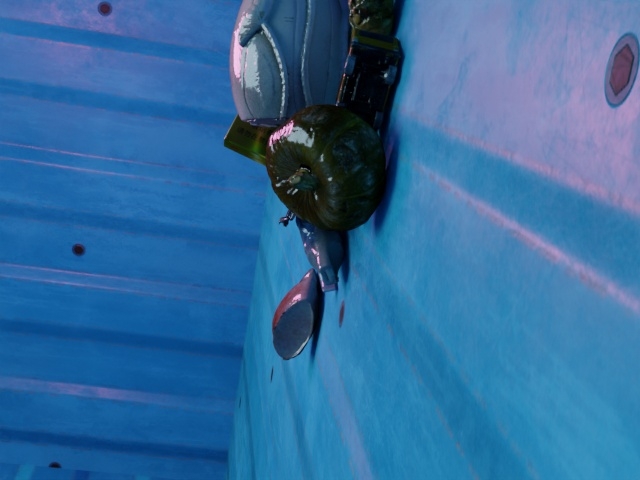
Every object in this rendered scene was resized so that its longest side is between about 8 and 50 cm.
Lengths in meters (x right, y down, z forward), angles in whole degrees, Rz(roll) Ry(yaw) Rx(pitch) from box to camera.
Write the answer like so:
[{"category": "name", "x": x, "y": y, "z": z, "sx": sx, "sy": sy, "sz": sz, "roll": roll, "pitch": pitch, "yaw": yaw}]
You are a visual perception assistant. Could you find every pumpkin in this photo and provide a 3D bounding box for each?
[{"category": "pumpkin", "x": 0.006, "y": -0.114, "z": 1.526, "sx": 0.162, "sy": 0.219, "sz": 0.219, "roll": -34, "pitch": -31, "yaw": -42}]

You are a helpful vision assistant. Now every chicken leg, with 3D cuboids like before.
[{"category": "chicken leg", "x": 0.085, "y": -0.380, "z": 1.655, "sx": 0.228, "sy": 0.088, "sz": 0.103, "roll": 95, "pitch": 163, "yaw": -61}]

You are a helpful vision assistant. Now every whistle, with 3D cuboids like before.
[{"category": "whistle", "x": 0.000, "y": 0.000, "z": 1.870, "sx": 0.269, "sy": 0.093, "sz": 0.180, "roll": -97, "pitch": -8, "yaw": -60}]

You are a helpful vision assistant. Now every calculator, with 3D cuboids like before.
[{"category": "calculator", "x": -0.035, "y": -0.101, "z": 1.836, "sx": 0.166, "sy": 0.028, "sz": 0.274, "roll": -64, "pitch": 2, "yaw": 0}]

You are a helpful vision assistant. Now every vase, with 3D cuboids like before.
[{"category": "vase", "x": -0.057, "y": -0.439, "z": 1.779, "sx": 0.250, "sy": 0.250, "sz": 0.445, "roll": -168, "pitch": 79, "yaw": -82}]

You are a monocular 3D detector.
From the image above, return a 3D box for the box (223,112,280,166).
[{"category": "box", "x": -0.059, "y": -0.293, "z": 1.940, "sx": 0.043, "sy": 0.173, "sz": 0.311, "roll": 116, "pitch": 179, "yaw": -70}]

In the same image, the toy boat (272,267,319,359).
[{"category": "toy boat", "x": -0.041, "y": 0.136, "z": 2.144, "sx": 0.282, "sy": 0.096, "sz": 0.206, "roll": -69, "pitch": -3, "yaw": -69}]

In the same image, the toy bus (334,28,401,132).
[{"category": "toy bus", "x": 0.072, "y": -0.255, "z": 1.587, "sx": 0.103, "sy": 0.091, "sz": 0.182, "roll": -83, "pitch": 7, "yaw": -57}]
